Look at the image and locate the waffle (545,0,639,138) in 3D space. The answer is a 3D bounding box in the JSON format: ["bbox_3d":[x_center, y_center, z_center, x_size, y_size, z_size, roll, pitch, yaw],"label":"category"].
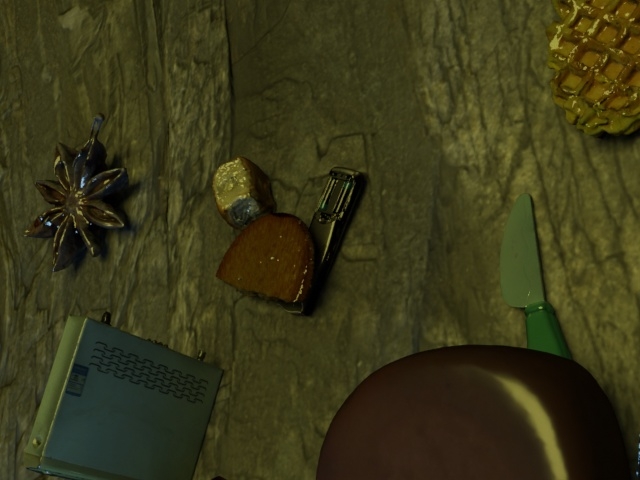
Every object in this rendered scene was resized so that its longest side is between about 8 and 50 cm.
[{"bbox_3d":[0.379,-0.239,1.236,0.237,0.058,0.243,-14,62,29],"label":"waffle"}]

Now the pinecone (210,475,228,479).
[{"bbox_3d":[-0.125,0.403,1.227,0.221,0.221,0.222,-14,63,30],"label":"pinecone"}]

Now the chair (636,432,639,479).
[{"bbox_3d":[0.360,0.295,0.951,0.158,0.172,0.247,20,111,41],"label":"chair"}]

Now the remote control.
[{"bbox_3d":[0.000,0.000,1.418,0.059,0.028,0.212,16,81,39],"label":"remote control"}]

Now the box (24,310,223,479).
[{"bbox_3d":[-0.243,0.214,1.344,0.045,0.270,0.211,5,75,36],"label":"box"}]

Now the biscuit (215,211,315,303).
[{"bbox_3d":[-0.065,0.022,1.434,0.206,0.025,0.126,13,79,52],"label":"biscuit"}]

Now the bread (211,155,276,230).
[{"bbox_3d":[-0.115,-0.065,1.502,0.076,0.070,0.083,-29,54,21],"label":"bread"}]

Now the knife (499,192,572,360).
[{"bbox_3d":[0.242,0.062,1.225,0.063,0.034,0.260,-25,53,28],"label":"knife"}]

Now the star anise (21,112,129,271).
[{"bbox_3d":[-0.377,-0.075,1.683,0.230,0.081,0.263,21,95,39],"label":"star anise"}]

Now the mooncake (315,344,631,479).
[{"bbox_3d":[0.168,0.259,1.090,0.334,0.174,0.326,45,109,31],"label":"mooncake"}]
